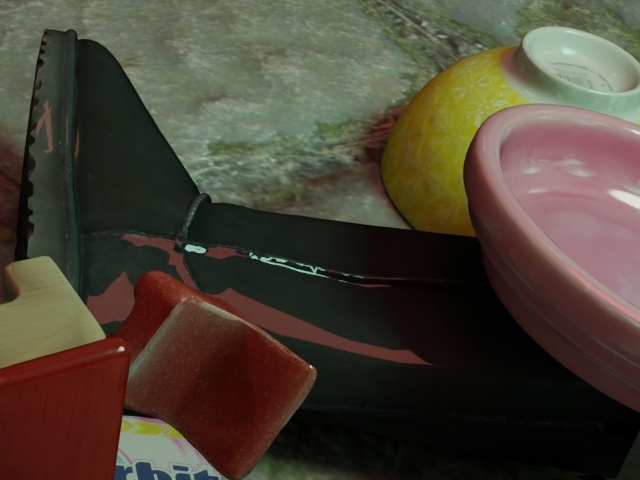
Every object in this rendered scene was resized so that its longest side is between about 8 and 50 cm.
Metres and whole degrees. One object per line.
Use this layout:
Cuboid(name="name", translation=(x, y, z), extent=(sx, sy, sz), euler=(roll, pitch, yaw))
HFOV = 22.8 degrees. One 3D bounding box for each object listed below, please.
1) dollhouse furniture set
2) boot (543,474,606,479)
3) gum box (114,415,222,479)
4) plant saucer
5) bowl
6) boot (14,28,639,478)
Cuboid(name="dollhouse furniture set", translation=(-0.076, 0.188, 0.698), extent=(0.201, 0.374, 0.152), euler=(-16, 42, -37))
Cuboid(name="boot", translation=(0.144, 0.227, 1.015), extent=(0.137, 0.077, 0.198), euler=(1, 24, -15))
Cuboid(name="gum box", translation=(-0.155, 0.157, 0.958), extent=(0.188, 0.062, 0.107), euler=(9, 31, -22))
Cuboid(name="plant saucer", translation=(0.243, 0.027, 1.117), extent=(0.332, 0.084, 0.332), euler=(20, 28, -11))
Cuboid(name="bowl", translation=(0.210, -0.097, 1.417), extent=(0.289, 0.156, 0.289), euler=(11, 34, -8))
Cuboid(name="boot", translation=(0.000, 0.002, 1.189), extent=(0.445, 0.146, 0.367), euler=(5, 44, -13))
